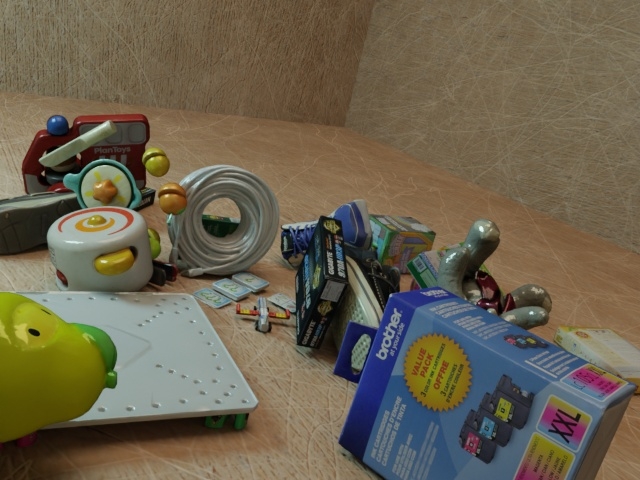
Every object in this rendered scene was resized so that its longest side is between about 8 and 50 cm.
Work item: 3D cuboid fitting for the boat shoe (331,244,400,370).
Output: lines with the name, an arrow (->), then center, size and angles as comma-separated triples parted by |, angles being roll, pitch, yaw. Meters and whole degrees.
boat shoe -> 0.097, 0.120, 1.441 | 0.156, 0.187, 0.500 | 3, 14, -7

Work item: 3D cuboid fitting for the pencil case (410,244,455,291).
pencil case -> 0.322, 0.094, 1.787 | 0.124, 0.124, 0.284 | 19, 19, 17

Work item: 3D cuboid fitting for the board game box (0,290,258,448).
board game box -> -0.347, 0.191, 1.114 | 0.389, 0.050, 0.390 | 3, 21, -29

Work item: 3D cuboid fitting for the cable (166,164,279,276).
cable -> -0.225, -0.047, 1.583 | 0.257, 0.257, 0.089 | 1, 9, -19

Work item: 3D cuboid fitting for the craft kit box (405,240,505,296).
craft kit box -> 0.341, 0.127, 1.597 | 0.246, 0.061, 0.250 | -12, 65, -49

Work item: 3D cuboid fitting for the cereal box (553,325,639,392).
cereal box -> 0.693, 0.278, 1.612 | 0.173, 0.047, 0.240 | 6, 20, -21

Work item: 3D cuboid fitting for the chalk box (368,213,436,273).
chalk box -> 0.189, 0.011, 1.910 | 0.213, 0.132, 0.132 | 2, 23, -30

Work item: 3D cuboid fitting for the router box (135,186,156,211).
router box -> -0.556, -0.122, 1.892 | 0.133, 0.046, 0.179 | 17, 19, 8

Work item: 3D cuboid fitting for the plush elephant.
plush elephant -> 0.316, 0.160, 1.323 | 0.272, 0.330, 0.255 | 55, -1, -22

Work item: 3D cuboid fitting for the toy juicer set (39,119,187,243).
toy juicer set -> -0.432, -0.135, 1.462 | 0.329, 0.209, 0.089 | 43, 10, -1

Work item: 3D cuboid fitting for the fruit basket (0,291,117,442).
fruit basket -> -0.447, 0.135, 0.792 | 0.392, 0.283, 0.392 | -19, 25, 9

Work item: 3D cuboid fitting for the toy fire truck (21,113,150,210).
toy fire truck -> -0.578, -0.200, 1.697 | 0.302, 0.254, 0.169 | -4, 40, -18

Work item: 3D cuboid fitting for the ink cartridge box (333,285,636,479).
ink cartridge box -> 0.201, 0.244, 1.002 | 0.395, 0.270, 0.151 | 28, 18, 37

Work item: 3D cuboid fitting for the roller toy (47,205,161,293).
roller toy -> -0.434, 0.019, 1.351 | 0.191, 0.146, 0.209 | 3, 27, 7

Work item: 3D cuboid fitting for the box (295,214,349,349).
box -> -0.001, 0.079, 1.373 | 0.051, 0.175, 0.220 | 15, 33, -12

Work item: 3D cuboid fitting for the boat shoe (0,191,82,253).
boat shoe -> -0.610, -0.062, 1.545 | 0.130, 0.132, 0.355 | 28, 21, 35

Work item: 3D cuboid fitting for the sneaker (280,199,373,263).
sneaker -> 0.000, 0.000, 1.730 | 0.182, 0.128, 0.315 | -9, -10, -22

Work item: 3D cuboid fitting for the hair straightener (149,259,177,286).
hair straightener -> -0.427, 0.050, 1.477 | 0.230, 0.047, 0.089 | 19, 19, 17

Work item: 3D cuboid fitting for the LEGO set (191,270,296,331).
LEGO set -> -0.127, 0.123, 1.469 | 0.244, 0.060, 0.182 | 24, 25, 28

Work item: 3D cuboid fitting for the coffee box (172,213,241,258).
coffee box -> -0.261, -0.005, 1.657 | 0.184, 0.113, 0.040 | 5, 21, -19
